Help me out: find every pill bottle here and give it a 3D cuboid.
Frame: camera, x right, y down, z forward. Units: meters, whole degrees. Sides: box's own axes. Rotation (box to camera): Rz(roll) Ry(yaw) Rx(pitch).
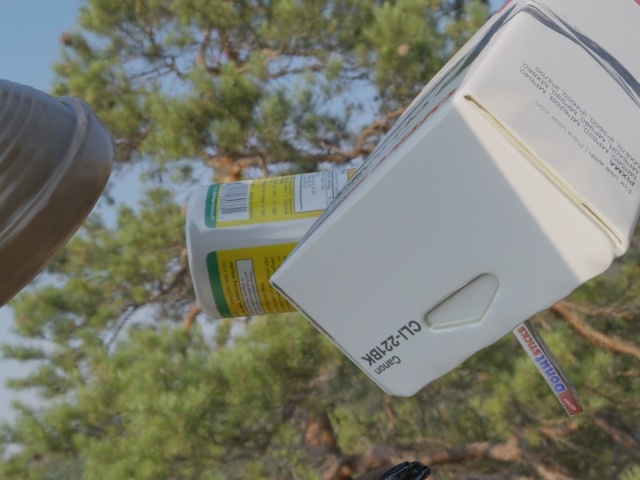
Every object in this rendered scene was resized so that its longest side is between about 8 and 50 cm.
[{"bbox_3d":[0.000,0.000,0.768,0.208,0.117,0.117,-7,-9,5],"label":"pill bottle"}]

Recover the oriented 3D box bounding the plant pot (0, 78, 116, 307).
[{"bbox_3d":[-0.265,-0.038,0.607,0.237,0.237,0.109,-25,-56,18],"label":"plant pot"}]

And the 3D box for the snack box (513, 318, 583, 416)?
[{"bbox_3d":[0.300,0.157,1.221,0.022,0.178,0.064,-31,23,15],"label":"snack box"}]

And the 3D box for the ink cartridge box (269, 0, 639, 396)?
[{"bbox_3d":[0.112,-0.057,0.572,0.197,0.114,0.273,-44,6,44],"label":"ink cartridge box"}]

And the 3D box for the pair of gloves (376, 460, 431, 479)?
[{"bbox_3d":[0.049,0.181,0.555,0.074,0.083,0.010,-33,21,-28],"label":"pair of gloves"}]
